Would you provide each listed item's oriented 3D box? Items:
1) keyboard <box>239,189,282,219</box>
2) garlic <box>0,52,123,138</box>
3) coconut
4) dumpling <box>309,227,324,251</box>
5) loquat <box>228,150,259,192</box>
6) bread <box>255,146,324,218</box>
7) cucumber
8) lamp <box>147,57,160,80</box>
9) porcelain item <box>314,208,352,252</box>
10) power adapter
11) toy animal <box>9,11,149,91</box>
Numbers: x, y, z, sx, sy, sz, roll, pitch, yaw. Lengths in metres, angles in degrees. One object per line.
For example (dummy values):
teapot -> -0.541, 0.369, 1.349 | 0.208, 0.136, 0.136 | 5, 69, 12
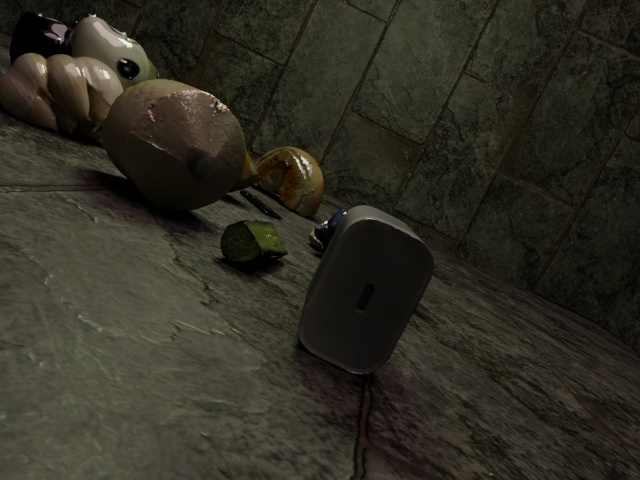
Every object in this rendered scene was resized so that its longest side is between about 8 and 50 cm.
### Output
keyboard -> -0.173, -0.106, 1.584 | 0.060, 0.018, 0.195 | 23, 9, -38
garlic -> -0.561, -0.332, 1.261 | 0.203, 0.185, 0.281 | 55, 18, 23
coconut -> -0.271, -0.178, 1.038 | 0.239, 0.239, 0.244 | 17, 13, -47
dumpling -> -0.002, 0.001, 1.385 | 0.052, 0.057, 0.076 | -30, 24, -25
loquat -> -0.256, -0.197, 1.457 | 0.195, 0.152, 0.152 | 12, 12, -11
bread -> -0.096, -0.222, 1.905 | 0.314, 0.192, 0.171 | 33, 12, 36
cucumber -> -0.115, 0.009, 0.972 | 0.078, 0.062, 0.211 | 61, 6, 4
lamp -> -0.611, -0.454, 1.675 | 0.250, 0.250, 0.284 | 20, 34, -37
porcelain item -> 0.107, 0.036, 1.264 | 0.288, 0.138, 0.186 | 36, 30, 28
power adapter -> 0.060, 0.052, 0.780 | 0.124, 0.187, 0.255 | 27, 8, -1
toy animal -> -0.614, -0.458, 1.450 | 0.310, 0.251, 0.251 | 7, 10, -2
